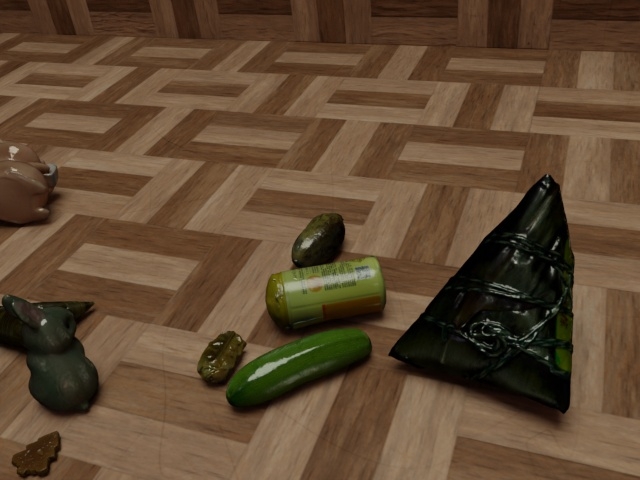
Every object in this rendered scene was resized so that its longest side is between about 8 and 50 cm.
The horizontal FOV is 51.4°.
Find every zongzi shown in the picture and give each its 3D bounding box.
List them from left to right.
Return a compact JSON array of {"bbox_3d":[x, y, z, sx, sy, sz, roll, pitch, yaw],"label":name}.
[{"bbox_3d":[-0.614,0.158,1.417,0.187,0.084,0.184,8,24,26],"label":"zongzi"},{"bbox_3d":[0.370,0.114,1.245,0.319,0.362,0.383,20,82,30],"label":"zongzi"}]

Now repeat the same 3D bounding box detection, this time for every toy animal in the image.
[{"bbox_3d":[-0.832,-0.173,1.809,0.213,0.194,0.256,-3,32,-9],"label":"toy animal"},{"bbox_3d":[-0.482,0.188,1.196,0.127,0.251,0.125,1,33,11],"label":"toy animal"}]

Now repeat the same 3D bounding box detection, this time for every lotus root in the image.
[{"bbox_3d":[0.000,0.000,1.517,0.081,0.089,0.179,-14,28,48],"label":"lotus root"}]

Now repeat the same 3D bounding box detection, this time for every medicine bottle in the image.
[{"bbox_3d":[0.007,0.107,1.345,0.239,0.124,0.124,-11,36,-4],"label":"medicine bottle"}]

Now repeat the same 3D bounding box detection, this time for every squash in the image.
[{"bbox_3d":[-0.038,0.224,1.219,0.293,0.082,0.082,-20,38,-18],"label":"squash"}]

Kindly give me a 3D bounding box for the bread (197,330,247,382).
[{"bbox_3d":[-0.192,0.224,1.265,0.066,0.060,0.110,30,43,0],"label":"bread"}]

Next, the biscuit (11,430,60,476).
[{"bbox_3d":[-0.485,0.367,1.146,0.082,0.016,0.092,5,36,24],"label":"biscuit"}]
